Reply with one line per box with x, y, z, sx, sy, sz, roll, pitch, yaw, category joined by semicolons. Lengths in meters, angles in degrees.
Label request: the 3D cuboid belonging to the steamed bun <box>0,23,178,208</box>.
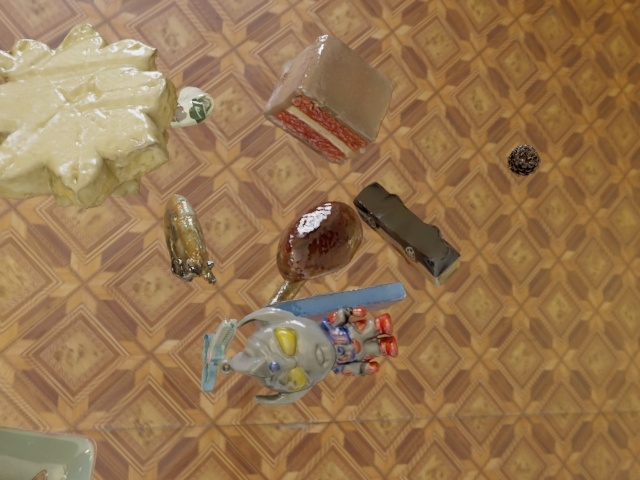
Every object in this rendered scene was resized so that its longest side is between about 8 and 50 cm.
-0.334;-0.154;0.871;0.296;0.137;0.292;23;63;9;steamed bun

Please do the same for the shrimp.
-0.289;0.017;1.287;0.059;0.145;0.254;-3;54;-38;shrimp

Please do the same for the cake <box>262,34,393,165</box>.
0.031;-0.399;1.791;0.309;0.237;0.230;29;65;-25;cake

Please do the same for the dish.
-0.348;0.266;0.621;0.212;0.077;0.151;23;43;-33;dish

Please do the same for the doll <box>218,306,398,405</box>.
-0.015;0.120;0.660;0.195;0.062;0.104;-11;122;7;doll

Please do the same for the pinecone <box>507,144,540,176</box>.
0.474;-0.185;1.431;0.077;0.083;0.077;1;97;8;pinecone

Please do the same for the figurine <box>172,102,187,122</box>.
-0.349;-0.306;1.370;0.054;0.129;0.072;-40;142;-8;figurine

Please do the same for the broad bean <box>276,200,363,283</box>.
0.000;0.000;0.999;0.165;0.084;0.114;-27;86;-27;broad bean

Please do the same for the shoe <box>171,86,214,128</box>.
-0.344;-0.377;1.739;0.110;0.265;0.095;-8;116;10;shoe

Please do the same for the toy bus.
0.121;-0.010;0.872;0.057;0.072;0.172;-42;60;-8;toy bus

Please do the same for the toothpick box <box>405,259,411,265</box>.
0.224;0.023;1.489;0.047;0.083;0.047;-6;60;10;toothpick box

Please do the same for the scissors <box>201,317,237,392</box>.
-0.207;0.214;1.236;0.030;0.256;0.125;6;58;-20;scissors

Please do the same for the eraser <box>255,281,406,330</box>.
0.017;0.144;1.327;0.312;0.144;0.042;-8;75;-17;eraser

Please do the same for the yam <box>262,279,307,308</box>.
-0.083;0.128;1.821;0.066;0.066;0.299;50;46;-11;yam
